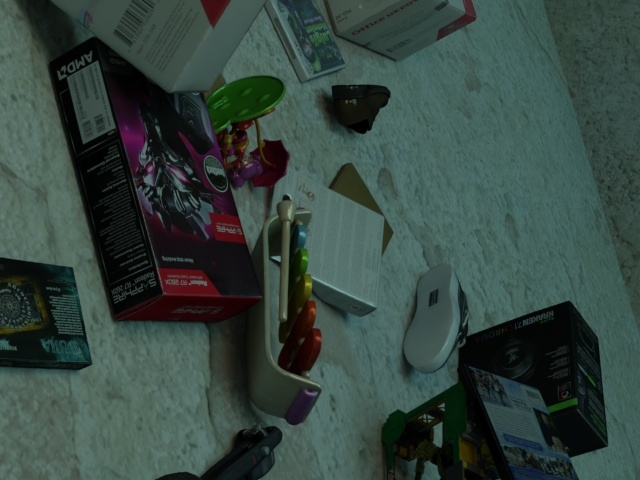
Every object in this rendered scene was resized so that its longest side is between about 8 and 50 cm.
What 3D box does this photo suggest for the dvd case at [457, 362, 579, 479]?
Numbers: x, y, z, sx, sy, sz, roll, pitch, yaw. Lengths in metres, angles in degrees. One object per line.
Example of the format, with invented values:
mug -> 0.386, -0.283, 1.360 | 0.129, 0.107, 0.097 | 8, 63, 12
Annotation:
dvd case -> 0.312, 0.308, 1.883 | 0.180, 0.022, 0.253 | 21, 36, -36

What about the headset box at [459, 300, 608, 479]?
headset box -> 0.394, 0.291, 2.322 | 0.131, 0.246, 0.283 | 47, 34, -34

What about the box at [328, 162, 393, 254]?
box -> 0.063, -0.031, 2.224 | 0.164, 0.021, 0.201 | 58, 28, -16

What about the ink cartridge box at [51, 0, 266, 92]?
ink cartridge box -> -0.226, -0.368, 1.615 | 0.306, 0.226, 0.131 | 40, 18, 12

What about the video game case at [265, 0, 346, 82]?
video game case -> -0.028, -0.393, 2.343 | 0.173, 0.022, 0.190 | 65, 27, -4

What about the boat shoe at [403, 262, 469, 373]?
boat shoe -> 0.227, 0.162, 2.285 | 0.102, 0.108, 0.301 | 53, 23, -21

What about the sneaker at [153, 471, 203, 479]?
sneaker -> -0.136, 0.472, 1.403 | 0.182, 0.158, 0.410 | 83, -6, -69

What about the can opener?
can opener -> -0.103, 0.293, 1.629 | 0.186, 0.059, 0.073 | -25, 92, -63

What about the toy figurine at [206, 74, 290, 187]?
toy figurine -> -0.112, -0.145, 1.915 | 0.173, 0.130, 0.159 | -39, 129, -28

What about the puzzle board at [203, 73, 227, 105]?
puzzle board -> -0.177, -0.231, 1.923 | 0.096, 0.011, 0.128 | -57, 131, -45

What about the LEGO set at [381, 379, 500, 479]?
LEGO set -> 0.233, 0.392, 1.945 | 0.192, 0.255, 0.331 | 29, 35, -26

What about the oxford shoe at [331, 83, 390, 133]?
oxford shoe -> 0.076, -0.254, 2.382 | 0.227, 0.083, 0.096 | -21, 110, -65

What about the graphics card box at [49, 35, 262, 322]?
graphics card box -> -0.220, -0.077, 1.675 | 0.233, 0.094, 0.371 | 7, 62, -58

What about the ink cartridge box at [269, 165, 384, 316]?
ink cartridge box -> 0.000, 0.000, 2.053 | 0.232, 0.066, 0.189 | 24, 54, -25

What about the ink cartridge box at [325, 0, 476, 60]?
ink cartridge box -> 0.167, -0.490, 2.565 | 0.283, 0.207, 0.117 | 8, 61, -59

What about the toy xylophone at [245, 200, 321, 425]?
toy xylophone -> -0.048, 0.089, 1.751 | 0.081, 0.236, 0.323 | 7, 62, -14

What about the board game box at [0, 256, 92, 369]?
board game box -> -0.341, 0.083, 1.404 | 0.186, 0.026, 0.126 | 13, 58, -58
